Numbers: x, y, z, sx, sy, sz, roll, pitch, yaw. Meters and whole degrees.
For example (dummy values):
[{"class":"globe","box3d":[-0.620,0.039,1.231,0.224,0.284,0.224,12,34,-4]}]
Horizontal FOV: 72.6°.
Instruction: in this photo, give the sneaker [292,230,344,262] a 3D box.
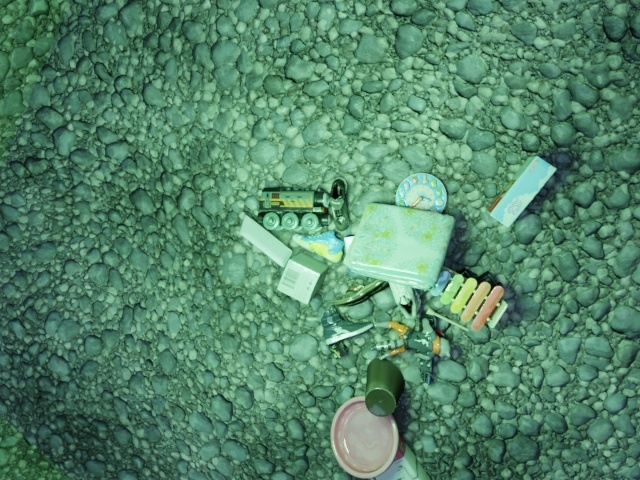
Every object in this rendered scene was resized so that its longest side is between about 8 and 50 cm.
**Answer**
[{"class":"sneaker","box3d":[0.000,0.000,1.931,0.240,0.091,0.126,26,86,9]}]

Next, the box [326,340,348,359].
[{"class":"box","box3d":[0.077,0.490,1.997,0.062,0.052,0.083,-39,87,17]}]

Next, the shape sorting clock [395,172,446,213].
[{"class":"shape sorting clock","box3d":[0.415,-0.175,1.805,0.206,0.040,0.206,2,100,14]}]

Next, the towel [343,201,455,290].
[{"class":"towel","box3d":[0.309,0.011,1.721,0.374,0.090,0.320,13,67,24]}]

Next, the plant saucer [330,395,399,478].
[{"class":"plant saucer","box3d":[0.203,0.872,1.946,0.332,0.084,0.332,-14,62,28]}]

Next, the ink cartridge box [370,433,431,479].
[{"class":"ink cartridge box","box3d":[0.344,1.054,1.985,0.207,0.117,0.283,-35,89,17]}]

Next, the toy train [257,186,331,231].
[{"class":"toy train","box3d":[-0.117,-0.137,1.907,0.334,0.142,0.190,2,90,14]}]

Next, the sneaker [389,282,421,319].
[{"class":"sneaker","box3d":[0.334,0.189,1.785,0.110,0.118,0.292,-21,105,22]}]

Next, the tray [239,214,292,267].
[{"class":"tray","box3d":[-0.246,0.001,1.988,0.270,0.030,0.145,38,139,6]}]

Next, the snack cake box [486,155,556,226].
[{"class":"snack cake box","box3d":[0.755,-0.186,1.656,0.089,0.152,0.264,36,106,6]}]

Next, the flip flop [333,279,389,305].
[{"class":"flip flop","box3d":[0.177,0.215,1.907,0.277,0.112,0.080,-33,64,19]}]

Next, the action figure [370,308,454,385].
[{"class":"action figure","box3d":[0.395,0.471,1.851,0.330,0.178,0.341,-4,95,25]}]

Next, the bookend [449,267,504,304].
[{"class":"bookend","box3d":[0.634,0.168,1.788,0.157,0.072,0.156,-38,88,17]}]

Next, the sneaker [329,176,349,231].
[{"class":"sneaker","box3d":[0.075,-0.152,1.863,0.078,0.106,0.234,-1,99,16]}]

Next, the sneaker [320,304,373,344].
[{"class":"sneaker","box3d":[0.112,0.355,1.948,0.226,0.086,0.163,-16,75,-4]}]

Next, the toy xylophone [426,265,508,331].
[{"class":"toy xylophone","box3d":[0.562,0.242,1.737,0.322,0.081,0.236,21,104,10]}]

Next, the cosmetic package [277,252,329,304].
[{"class":"cosmetic package","box3d":[-0.072,0.162,1.913,0.151,0.183,0.151,25,104,10]}]

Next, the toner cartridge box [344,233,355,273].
[{"class":"toner cartridge box","box3d":[0.285,0.044,1.857,0.348,0.075,0.165,-6,97,15]}]

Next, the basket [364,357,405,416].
[{"class":"basket","box3d":[0.271,0.644,1.880,0.154,0.227,0.204,-35,90,17]}]
